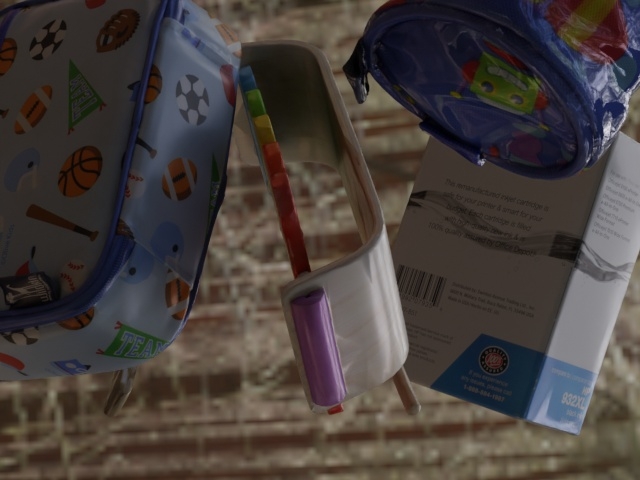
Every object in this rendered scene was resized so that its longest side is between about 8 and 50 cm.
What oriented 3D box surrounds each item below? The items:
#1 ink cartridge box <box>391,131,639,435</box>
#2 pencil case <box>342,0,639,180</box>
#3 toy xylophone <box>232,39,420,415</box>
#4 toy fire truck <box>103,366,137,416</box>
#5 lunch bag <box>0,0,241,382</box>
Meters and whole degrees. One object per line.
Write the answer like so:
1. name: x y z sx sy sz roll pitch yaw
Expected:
1. ink cartridge box: 0.200 0.021 1.972 0.129 0.223 0.307 21 87 -50
2. pencil case: 0.138 -0.160 0.894 0.306 0.119 0.133 -55 180 -26
3. toy xylophone: 0.000 0.000 1.366 0.323 0.081 0.236 -108 -176 -59
4. toy fire truck: -0.189 0.009 1.720 0.246 0.158 0.217 53 -23 19
5. lunch bag: -0.190 -0.041 1.357 0.115 0.243 0.303 41 52 -44
